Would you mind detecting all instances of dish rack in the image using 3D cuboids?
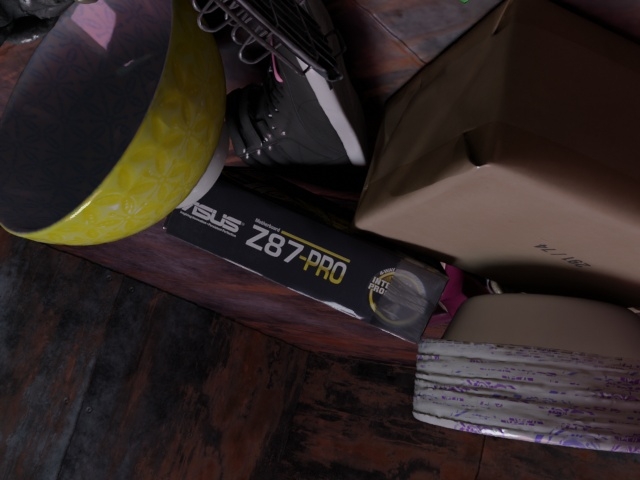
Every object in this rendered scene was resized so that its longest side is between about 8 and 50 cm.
[{"bbox_3d":[-0.087,-0.201,0.447,0.074,0.271,0.208,-38,139,20],"label":"dish rack"}]

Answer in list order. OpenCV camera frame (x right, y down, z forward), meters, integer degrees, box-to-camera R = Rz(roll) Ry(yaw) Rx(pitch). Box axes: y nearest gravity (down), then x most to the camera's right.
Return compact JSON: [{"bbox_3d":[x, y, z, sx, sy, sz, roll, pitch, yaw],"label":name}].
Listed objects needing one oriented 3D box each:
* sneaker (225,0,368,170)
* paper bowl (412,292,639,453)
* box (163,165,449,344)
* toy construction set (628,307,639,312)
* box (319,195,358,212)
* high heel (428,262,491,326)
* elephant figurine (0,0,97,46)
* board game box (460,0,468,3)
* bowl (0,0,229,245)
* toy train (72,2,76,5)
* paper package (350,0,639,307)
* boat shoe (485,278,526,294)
[{"bbox_3d":[-0.044,-0.147,0.746,0.147,0.104,0.295,-7,160,11],"label":"sneaker"},{"bbox_3d":[0.249,0.143,0.803,0.285,0.148,0.284,6,169,1],"label":"paper bowl"},{"bbox_3d":[0.000,0.000,0.982,0.318,0.097,0.395,26,-173,4],"label":"box"},{"bbox_3d":[0.501,0.104,1.001,0.237,0.257,0.309,5,-174,-4],"label":"toy construction set"},{"bbox_3d":[0.049,-0.034,1.266,0.094,0.027,0.137,11,164,16],"label":"box"},{"bbox_3d":[0.252,0.049,1.310,0.181,0.127,0.377,-20,157,-9],"label":"high heel"},{"bbox_3d":[-0.288,-0.243,0.662,0.186,0.239,0.169,49,160,-8],"label":"elephant figurine"},{"bbox_3d":[0.099,-0.258,0.389,0.214,0.046,0.317,22,164,-23],"label":"board game box"},{"bbox_3d":[-0.187,-0.114,0.738,0.290,0.289,0.156,2,162,42],"label":"bowl"},{"bbox_3d":[-0.253,-0.257,0.797,0.036,0.027,0.158,-8,154,29],"label":"toy train"},{"bbox_3d":[0.239,-0.056,0.734,0.325,0.168,0.309,19,164,-14],"label":"paper package"},{"bbox_3d":[0.313,0.054,1.183,0.103,0.092,0.285,15,165,6],"label":"boat shoe"}]
